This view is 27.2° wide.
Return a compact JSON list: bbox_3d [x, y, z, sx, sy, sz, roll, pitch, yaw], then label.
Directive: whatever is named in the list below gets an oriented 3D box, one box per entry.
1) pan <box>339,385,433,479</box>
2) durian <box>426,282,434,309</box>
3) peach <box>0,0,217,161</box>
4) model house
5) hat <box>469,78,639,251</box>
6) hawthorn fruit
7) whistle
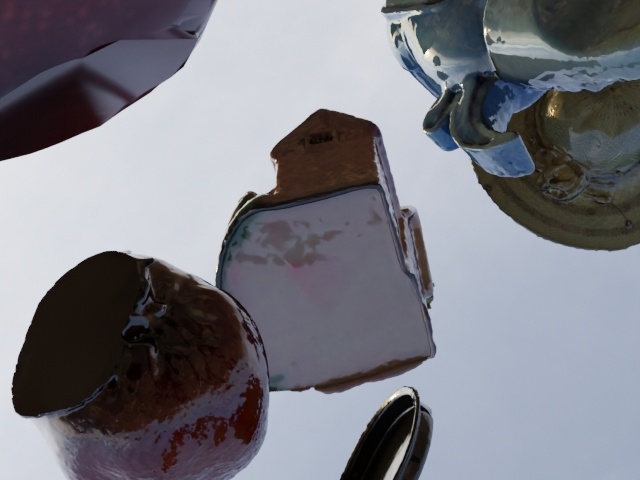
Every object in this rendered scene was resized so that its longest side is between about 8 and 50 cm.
[{"bbox_3d":[0.038,0.197,0.949,0.136,0.028,0.235,-57,-173,27],"label":"pan"},{"bbox_3d":[0.025,0.024,1.643,0.193,0.237,0.138,-18,175,-24],"label":"durian"},{"bbox_3d":[-0.182,-0.207,0.503,0.388,0.388,0.388,-16,-148,10],"label":"peach"},{"bbox_3d":[0.000,0.000,1.426,0.202,0.237,0.237,-17,-152,10],"label":"model house"},{"bbox_3d":[0.281,-0.122,1.337,0.252,0.110,0.252,3,-117,-6],"label":"hat"},{"bbox_3d":[-0.130,0.126,1.033,0.189,0.251,0.189,-4,-127,5],"label":"hawthorn fruit"},{"bbox_3d":[0.120,-0.120,0.758,0.180,0.093,0.269,-52,-153,-11],"label":"whistle"}]
